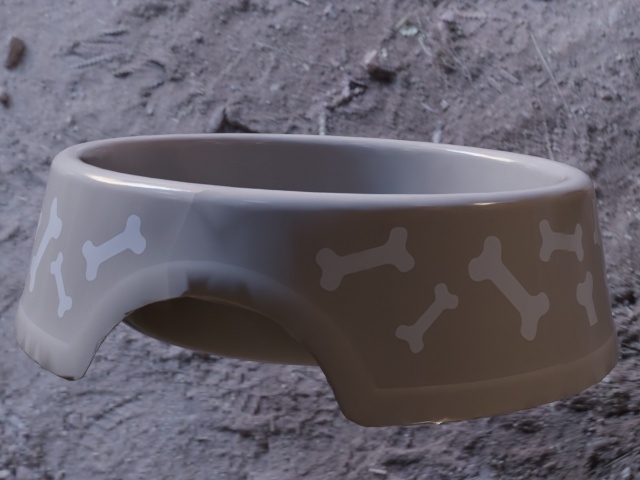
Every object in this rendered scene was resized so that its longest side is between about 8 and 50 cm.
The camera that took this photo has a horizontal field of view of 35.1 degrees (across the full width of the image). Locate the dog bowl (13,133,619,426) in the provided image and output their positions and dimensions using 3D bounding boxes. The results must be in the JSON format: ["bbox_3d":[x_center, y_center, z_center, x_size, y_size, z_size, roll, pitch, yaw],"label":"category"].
[{"bbox_3d":[0.000,0.000,0.596,0.349,0.349,0.102,8,103,25],"label":"dog bowl"}]
